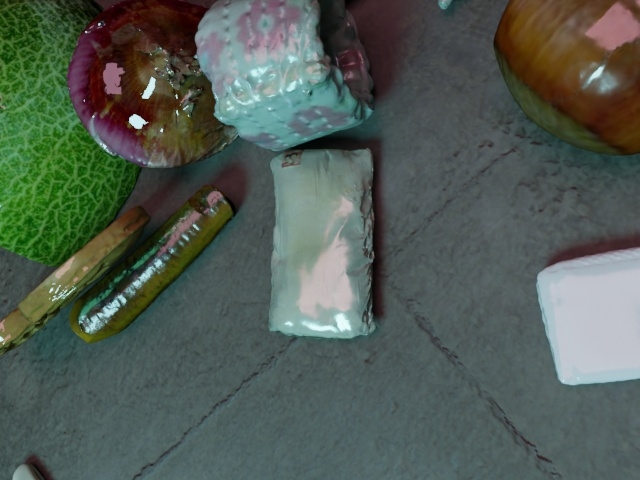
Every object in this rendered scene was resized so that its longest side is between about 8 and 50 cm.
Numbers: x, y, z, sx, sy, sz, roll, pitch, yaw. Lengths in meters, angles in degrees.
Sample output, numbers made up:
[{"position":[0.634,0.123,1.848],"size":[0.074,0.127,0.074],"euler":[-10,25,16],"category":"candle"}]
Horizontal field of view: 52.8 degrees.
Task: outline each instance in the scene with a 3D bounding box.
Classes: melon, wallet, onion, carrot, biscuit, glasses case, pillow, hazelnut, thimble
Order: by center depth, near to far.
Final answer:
[{"position":[0.272,-0.185,0.602],"size":[0.214,0.176,0.214],"euler":[19,120,38],"category":"hazelnut"},{"position":[0.305,0.066,0.605],"size":[0.183,0.032,0.124],"euler":[-12,70,18],"category":"wallet"},{"position":[-0.035,-0.198,0.727],"size":[0.149,0.211,0.185],"euler":[-15,114,19],"category":"thimble"},{"position":[0.000,0.000,0.743],"size":[0.128,0.051,0.229],"euler":[-5,73,17],"category":"pillow"},{"position":[-0.195,-0.202,0.792],"size":[0.230,0.163,0.230],"euler":[0,88,-7],"category":"onion"},{"position":[-0.318,0.058,0.798],"size":[0.289,0.202,0.044],"euler":[-40,101,14],"category":"biscuit"},{"position":[-0.212,0.029,0.817],"size":[0.260,0.070,0.070],"euler":[-44,63,5],"category":"carrot"},{"position":[-0.363,0.319,0.818],"size":[0.083,0.021,0.032],"euler":[38,91,27],"category":"glasses case"},{"position":[-0.389,-0.181,0.885],"size":[0.331,0.226,0.343],"euler":[33,90,-12],"category":"melon"}]

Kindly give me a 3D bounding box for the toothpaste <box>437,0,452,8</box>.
[{"position":[0.200,-0.380,0.779],"size":[0.060,0.038,0.233],"euler":[26,83,25],"category":"toothpaste"}]
